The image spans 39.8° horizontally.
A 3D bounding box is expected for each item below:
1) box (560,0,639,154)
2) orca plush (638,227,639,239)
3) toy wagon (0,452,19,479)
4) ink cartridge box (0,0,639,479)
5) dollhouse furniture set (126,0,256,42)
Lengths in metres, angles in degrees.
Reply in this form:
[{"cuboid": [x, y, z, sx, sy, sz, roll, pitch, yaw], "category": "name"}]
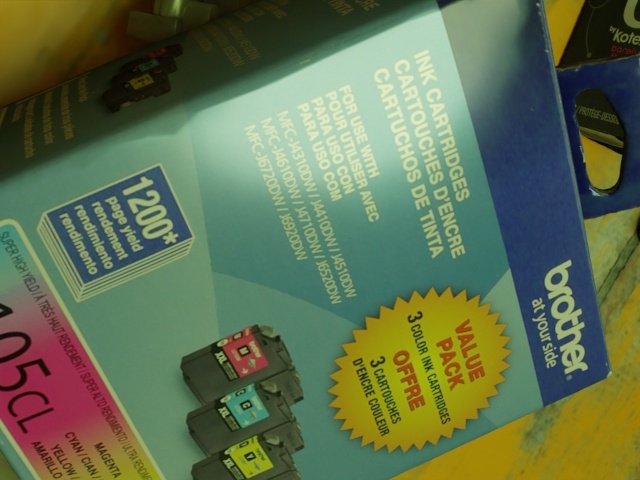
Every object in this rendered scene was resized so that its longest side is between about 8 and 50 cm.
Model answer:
[{"cuboid": [0.349, -0.203, 0.800, 0.143, 0.165, 0.270, 16, 98, -40], "category": "box"}, {"cuboid": [0.459, -0.025, 1.007, 0.287, 0.151, 0.102, 38, 53, -38], "category": "orca plush"}, {"cuboid": [-0.278, 0.206, 0.445, 0.344, 0.267, 0.068, 1, 140, -37], "category": "toy wagon"}, {"cuboid": [0.000, 0.000, 0.516, 0.395, 0.151, 0.270, -25, 120, -6], "category": "ink cartridge box"}, {"cuboid": [-0.110, -0.199, 0.544, 0.151, 0.123, 0.144, -32, 135, -67], "category": "dollhouse furniture set"}]
